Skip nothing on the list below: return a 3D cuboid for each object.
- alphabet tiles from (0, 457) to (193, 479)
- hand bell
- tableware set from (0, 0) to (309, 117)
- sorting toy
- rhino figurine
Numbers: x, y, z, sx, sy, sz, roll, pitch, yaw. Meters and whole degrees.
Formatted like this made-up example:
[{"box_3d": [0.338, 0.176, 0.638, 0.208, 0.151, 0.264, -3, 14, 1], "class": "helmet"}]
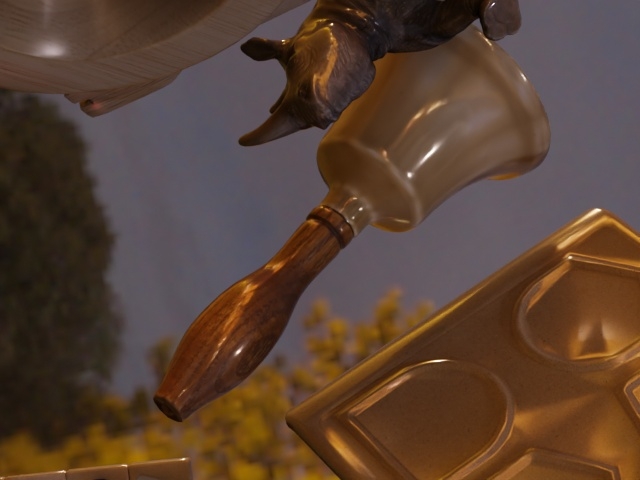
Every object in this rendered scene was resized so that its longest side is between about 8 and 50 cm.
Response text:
[{"box_3d": [-0.163, 0.262, 1.233, 0.009, 0.198, 0.237, -59, 142, -80], "class": "alphabet tiles"}, {"box_3d": [0.000, 0.000, 0.988, 0.126, 0.242, 0.126, 32, -27, 18], "class": "hand bell"}, {"box_3d": [-0.083, -0.027, 0.344, 0.128, 0.194, 0.039, 40, 28, -56], "class": "tableware set"}, {"box_3d": [0.163, 0.068, 0.973, 0.229, 0.307, 0.041, 40, -23, 45], "class": "sorting toy"}, {"box_3d": [0.048, -0.127, 0.942, 0.073, 0.243, 0.106, 50, -13, -29], "class": "rhino figurine"}]
